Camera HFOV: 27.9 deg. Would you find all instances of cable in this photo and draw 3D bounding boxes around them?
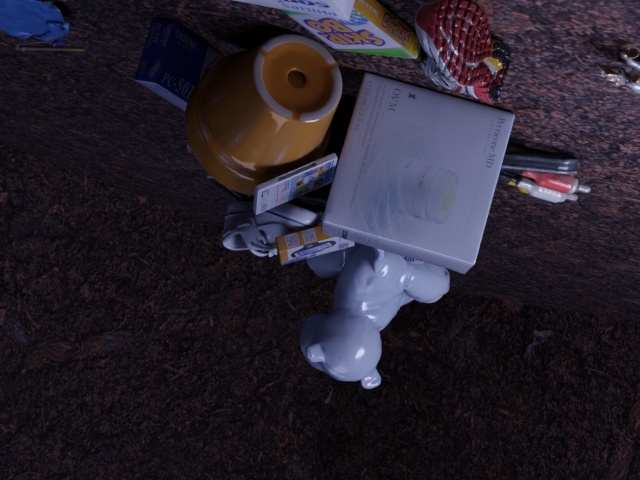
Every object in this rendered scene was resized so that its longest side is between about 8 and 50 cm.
[{"bbox_3d":[0.273,-0.103,1.954,0.287,0.072,0.139,4,177,-17],"label":"cable"}]

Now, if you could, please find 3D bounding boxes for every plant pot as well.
[{"bbox_3d":[-0.063,-0.187,1.771,0.205,0.205,0.188,18,158,-17],"label":"plant pot"}]

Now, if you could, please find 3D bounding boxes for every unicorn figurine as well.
[{"bbox_3d":[0.392,-0.168,1.413,0.162,0.060,0.111,31,-179,26],"label":"unicorn figurine"}]

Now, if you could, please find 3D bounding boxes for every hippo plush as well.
[{"bbox_3d":[0.088,0.128,2.149,0.234,0.237,0.294,19,172,-24],"label":"hippo plush"}]

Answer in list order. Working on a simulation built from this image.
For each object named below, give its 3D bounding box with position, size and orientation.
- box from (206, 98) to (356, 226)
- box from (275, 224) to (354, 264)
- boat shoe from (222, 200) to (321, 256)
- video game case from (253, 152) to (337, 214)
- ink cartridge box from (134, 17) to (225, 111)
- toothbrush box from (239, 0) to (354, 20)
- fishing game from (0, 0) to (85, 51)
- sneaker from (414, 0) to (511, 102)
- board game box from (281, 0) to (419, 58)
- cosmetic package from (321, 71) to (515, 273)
[{"bbox_3d":[0.016,-0.117,2.107,0.294,0.183,0.296,12,171,19],"label":"box"},{"bbox_3d":[0.000,0.000,1.973,0.136,0.028,0.081,-13,165,-3],"label":"box"},{"bbox_3d":[-0.082,-0.015,2.052,0.095,0.084,0.258,21,171,-23],"label":"boat shoe"},{"bbox_3d":[-0.036,-0.078,1.791,0.122,0.011,0.087,-23,163,-13],"label":"video game case"},{"bbox_3d":[-0.191,-0.245,1.913,0.046,0.097,0.207,12,172,28],"label":"ink cartridge box"},{"bbox_3d":[-0.090,-0.306,1.103,0.206,0.122,0.283,14,174,19],"label":"toothbrush box"},{"bbox_3d":[-0.467,-0.353,1.937,0.189,0.041,0.264,3,162,29],"label":"fishing game"},{"bbox_3d":[0.144,-0.212,1.461,0.092,0.088,0.225,14,173,23],"label":"sneaker"},{"bbox_3d":[0.017,-0.271,1.516,0.124,0.039,0.259,12,175,34],"label":"board game box"},{"bbox_3d":[0.138,-0.093,1.844,0.224,0.224,0.138,16,173,1],"label":"cosmetic package"}]
